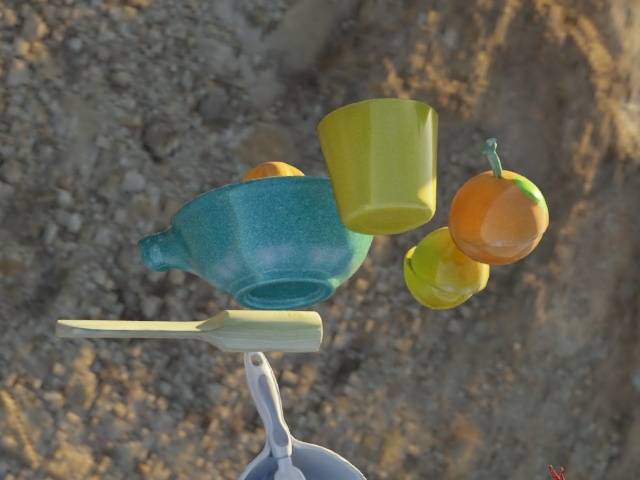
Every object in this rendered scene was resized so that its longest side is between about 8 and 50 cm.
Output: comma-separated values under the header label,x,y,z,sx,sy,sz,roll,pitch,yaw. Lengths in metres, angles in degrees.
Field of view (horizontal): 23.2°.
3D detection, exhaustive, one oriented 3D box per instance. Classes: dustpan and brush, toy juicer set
label,x,y,z,sx,sy,sz,roll,pitch,yaw
dustpan and brush,-0.025,0.185,1.176,0.147,0.211,0.060,-12,157,-22
toy juicer set,0.000,0.000,1.014,0.209,0.329,0.089,12,64,-41

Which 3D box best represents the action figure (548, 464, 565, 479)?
label,x,y,z,sx,sy,sz,roll,pitch,yaw
action figure,0.239,0.276,1.309,0.091,0.280,0.139,-38,98,-17
